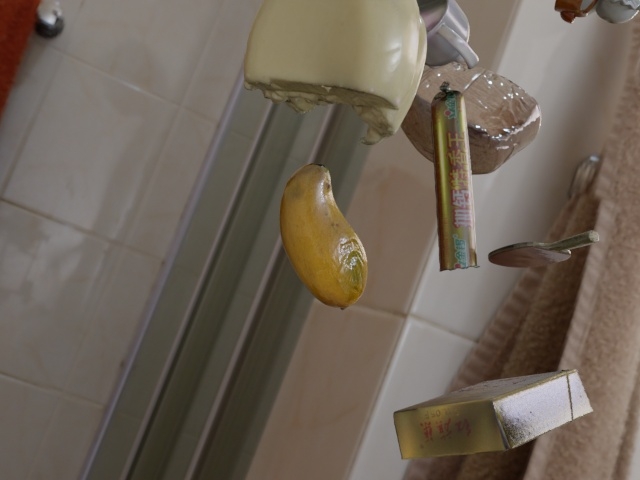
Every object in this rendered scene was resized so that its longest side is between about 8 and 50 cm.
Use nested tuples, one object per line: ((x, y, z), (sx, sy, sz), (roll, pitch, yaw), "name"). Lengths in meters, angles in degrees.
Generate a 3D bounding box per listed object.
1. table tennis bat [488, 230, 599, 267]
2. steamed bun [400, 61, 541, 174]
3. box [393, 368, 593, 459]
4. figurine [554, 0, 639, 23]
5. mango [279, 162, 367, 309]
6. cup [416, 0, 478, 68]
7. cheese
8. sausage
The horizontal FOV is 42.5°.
((0.428, 0.019, 1.573), (0.138, 0.022, 0.246), (12, -18, -29), "table tennis bat")
((0.325, -0.265, 1.898), (0.301, 0.251, 0.199), (34, -37, 24), "steamed bun")
((0.227, 0.225, 1.075), (0.159, 0.071, 0.240), (-21, -12, 40), "box")
((0.585, -0.524, 1.716), (0.271, 0.143, 0.143), (7, -12, 22), "figurine")
((0.000, 0.000, 1.031), (0.098, 0.190, 0.075), (-16, 12, 22), "mango")
((0.242, -0.413, 1.620), (0.173, 0.134, 0.142), (10, -15, 41), "cup")
((0.019, -0.261, 1.141), (0.266, 0.234, 0.127), (18, 9, 35), "cheese")
((0.257, -0.126, 1.581), (0.082, 0.372, 0.082), (-3, -6, 0), "sausage")
